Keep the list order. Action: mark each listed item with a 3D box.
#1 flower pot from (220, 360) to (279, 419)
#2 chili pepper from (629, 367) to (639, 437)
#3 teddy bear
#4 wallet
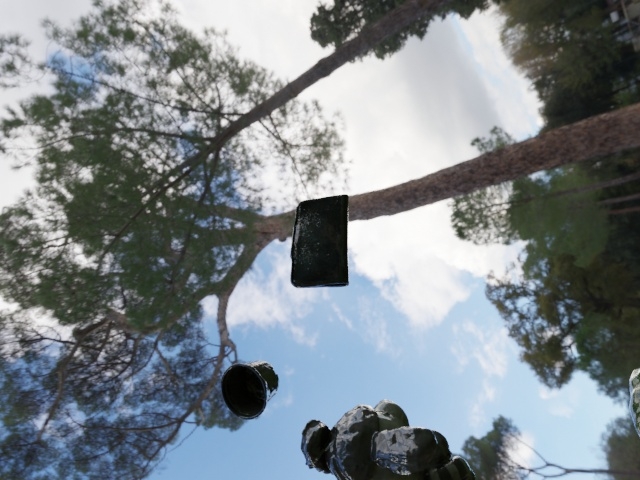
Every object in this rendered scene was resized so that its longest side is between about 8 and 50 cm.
[{"bbox_3d":[-0.192,0.412,1.250,0.107,0.157,0.158,-10,-95,-64],"label":"flower pot"},{"bbox_3d":[0.359,0.178,0.448,0.073,0.072,0.204,58,-151,-21],"label":"chili pepper"},{"bbox_3d":[0.114,0.297,0.590,0.251,0.171,0.144,51,-139,-12],"label":"teddy bear"},{"bbox_3d":[0.000,0.000,1.264,0.045,0.172,0.318,72,-164,-51],"label":"wallet"}]
